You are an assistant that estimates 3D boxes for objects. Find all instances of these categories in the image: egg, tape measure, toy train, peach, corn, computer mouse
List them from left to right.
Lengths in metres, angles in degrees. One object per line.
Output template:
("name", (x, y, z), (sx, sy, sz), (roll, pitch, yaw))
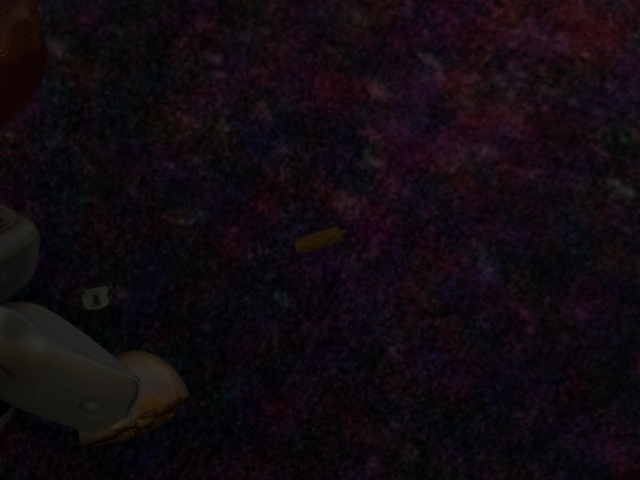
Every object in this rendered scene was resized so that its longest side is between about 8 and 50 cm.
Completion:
("tape measure", (-0.521, 0.017, 1.118), (0.246, 0.125, 0.243), (27, 26, 17))
("peach", (-0.623, -0.338, 1.464), (0.308, 0.332, 0.308), (37, 30, -26))
("computer mouse", (-0.339, 0.167, 1.062), (0.231, 0.128, 0.079), (37, 26, -16))
("toy train", (-0.463, 0.110, 1.785), (0.055, 0.252, 0.048), (-16, 94, -9))
("egg", (-0.449, 0.354, 1.945), (0.174, 0.264, 0.286), (66, 16, -3))
("corn", (0.000, 0.000, 1.303), (0.083, 0.027, 0.028), (-19, 49, -3))

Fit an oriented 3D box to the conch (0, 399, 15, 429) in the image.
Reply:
("conch", (-0.492, 0.217, 1.112), (0.172, 0.131, 0.200), (7, 37, -30))
